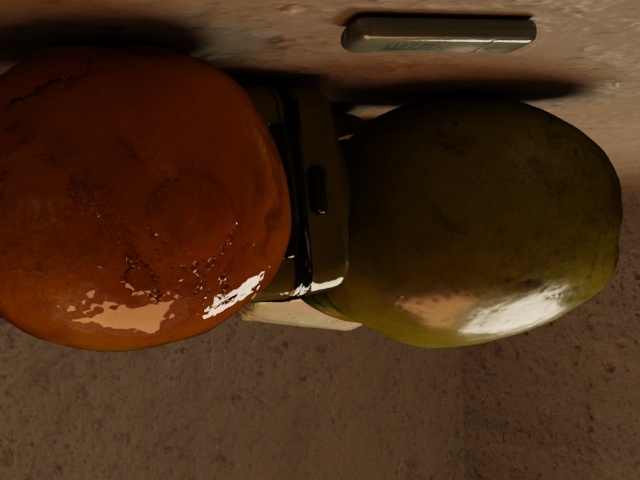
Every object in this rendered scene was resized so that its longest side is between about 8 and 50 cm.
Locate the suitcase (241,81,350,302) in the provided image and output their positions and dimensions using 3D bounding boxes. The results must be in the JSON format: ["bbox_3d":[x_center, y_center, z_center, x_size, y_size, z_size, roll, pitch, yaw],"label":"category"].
[{"bbox_3d":[-0.073,-0.041,0.957,0.143,0.194,0.235,-7,-176,-36],"label":"suitcase"}]

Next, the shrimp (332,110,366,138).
[{"bbox_3d":[-0.091,-0.109,1.153,0.289,0.075,0.178,-15,180,12],"label":"shrimp"}]

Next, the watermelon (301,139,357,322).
[{"bbox_3d":[0.064,-0.018,1.318,0.269,0.269,0.269,-1,180,0],"label":"watermelon"}]

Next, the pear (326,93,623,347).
[{"bbox_3d":[0.149,-0.019,1.039,0.307,0.253,0.253,-2,180,-6],"label":"pear"}]

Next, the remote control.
[{"bbox_3d":[0.077,-0.134,0.690,0.124,0.018,0.053,-2,179,-12],"label":"remote control"}]

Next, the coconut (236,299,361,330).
[{"bbox_3d":[0.000,0.000,1.708,0.309,0.297,0.297,6,176,-29],"label":"coconut"}]

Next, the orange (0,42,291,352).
[{"bbox_3d":[-0.143,-0.031,0.751,0.240,0.240,0.240,-1,180,0],"label":"orange"}]
